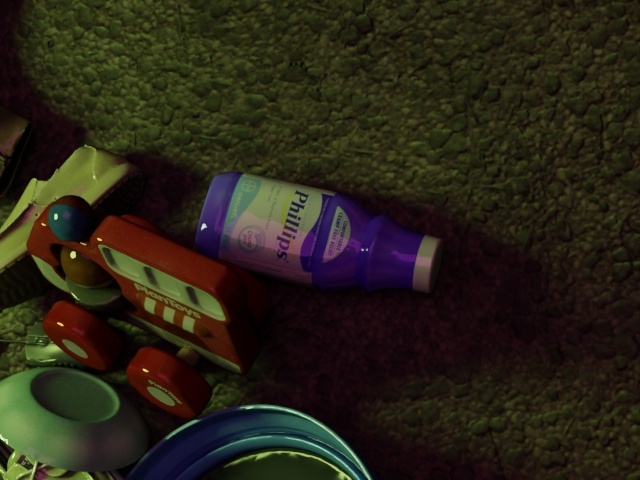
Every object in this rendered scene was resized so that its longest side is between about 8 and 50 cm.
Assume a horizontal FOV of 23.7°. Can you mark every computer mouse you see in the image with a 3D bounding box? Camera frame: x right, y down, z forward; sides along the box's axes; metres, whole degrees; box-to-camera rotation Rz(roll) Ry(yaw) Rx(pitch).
[{"bbox_3d":[-0.366,0.119,1.852,0.242,0.041,0.071,3,78,12],"label":"computer mouse"}]

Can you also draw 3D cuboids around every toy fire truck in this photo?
[{"bbox_3d":[-0.202,0.045,1.705,0.302,0.254,0.169,25,65,20],"label":"toy fire truck"}]

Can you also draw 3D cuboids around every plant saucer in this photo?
[{"bbox_3d":[-0.285,0.192,1.745,0.195,0.195,0.037,26,115,15],"label":"plant saucer"}]

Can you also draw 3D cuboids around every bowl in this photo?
[{"bbox_3d":[-0.082,0.375,1.657,0.391,0.077,0.391,-13,61,25],"label":"bowl"}]

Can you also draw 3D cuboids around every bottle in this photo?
[{"bbox_3d":[0.000,0.000,1.785,0.283,0.092,0.118,13,78,13],"label":"bottle"}]

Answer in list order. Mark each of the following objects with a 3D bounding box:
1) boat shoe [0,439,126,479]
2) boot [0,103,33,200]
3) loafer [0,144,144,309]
[{"bbox_3d":[-0.321,0.264,1.741,0.302,0.094,0.109,34,87,34],"label":"boat shoe"},{"bbox_3d":[-0.445,-0.183,1.917,0.207,0.090,0.248,22,89,15],"label":"boot"},{"bbox_3d":[-0.338,-0.017,1.854,0.268,0.102,0.092,-38,64,-13],"label":"loafer"}]
